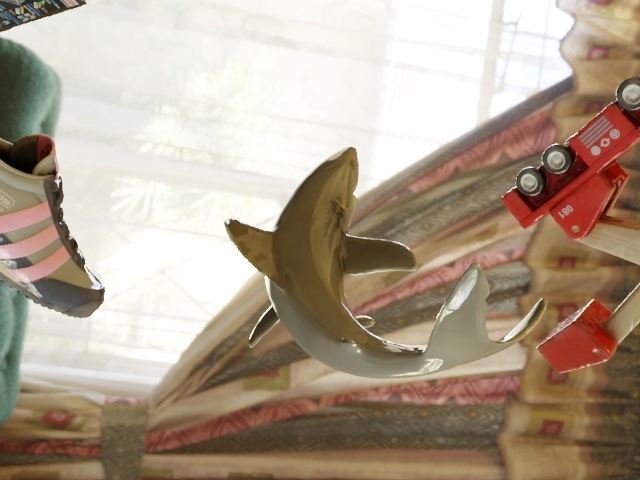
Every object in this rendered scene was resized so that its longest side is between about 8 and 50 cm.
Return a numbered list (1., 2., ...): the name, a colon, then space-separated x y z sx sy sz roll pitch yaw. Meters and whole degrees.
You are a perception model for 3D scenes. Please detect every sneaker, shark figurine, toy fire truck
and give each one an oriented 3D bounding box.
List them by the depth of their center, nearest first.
1. shark figurine: -0.004 0.022 0.427 0.166 0.116 0.278 -46 -150 4
2. toy fire truck: 0.196 -0.009 0.452 0.135 0.047 0.192 53 -47 11
3. sneaker: -0.290 -0.029 0.690 0.112 0.131 0.319 42 -9 32

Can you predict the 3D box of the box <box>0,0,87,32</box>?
1. box: -0.420 -0.337 0.859 0.220 0.175 0.051 56 16 -84
